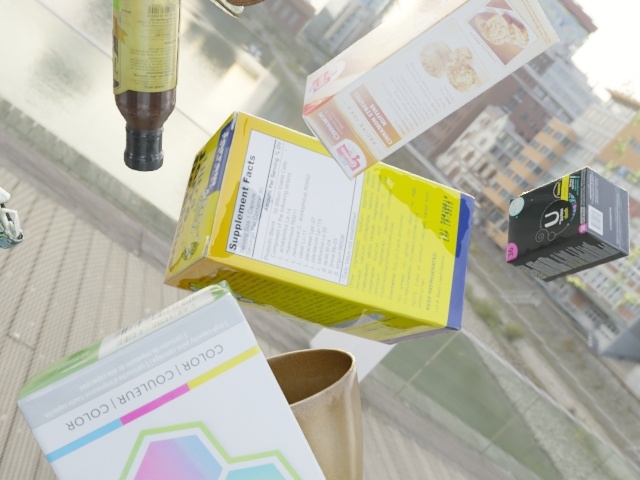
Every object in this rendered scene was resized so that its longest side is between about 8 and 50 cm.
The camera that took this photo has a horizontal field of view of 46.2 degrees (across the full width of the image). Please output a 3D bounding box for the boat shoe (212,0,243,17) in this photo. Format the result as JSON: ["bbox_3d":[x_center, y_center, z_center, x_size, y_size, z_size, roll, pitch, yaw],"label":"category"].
[{"bbox_3d":[-0.194,-0.458,1.227,0.080,0.073,0.223,36,0,44],"label":"boat shoe"}]

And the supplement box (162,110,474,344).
[{"bbox_3d":[0.000,0.000,1.009,0.356,0.194,0.195,18,-20,-21],"label":"supplement box"}]

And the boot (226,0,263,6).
[{"bbox_3d":[-0.099,-0.306,0.890,0.118,0.042,0.087,15,25,13],"label":"boot"}]

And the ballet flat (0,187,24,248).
[{"bbox_3d":[-0.704,-0.072,1.650,0.070,0.070,0.188,-115,-170,-64],"label":"ballet flat"}]

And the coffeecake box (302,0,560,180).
[{"bbox_3d":[0.079,-0.146,0.612,0.068,0.185,0.142,51,15,-20],"label":"coffeecake box"}]

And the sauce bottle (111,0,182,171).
[{"bbox_3d":[-0.293,-0.280,1.254,0.111,0.344,0.111,7,30,-4],"label":"sauce bottle"}]

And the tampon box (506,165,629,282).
[{"bbox_3d":[0.389,-0.022,1.190,0.101,0.161,0.120,25,59,-26],"label":"tampon box"}]

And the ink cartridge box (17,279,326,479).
[{"bbox_3d":[-0.050,0.138,0.384,0.209,0.109,0.062,65,-8,-9],"label":"ink cartridge box"}]

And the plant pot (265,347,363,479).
[{"bbox_3d":[-0.031,0.317,1.082,0.237,0.237,0.254,-62,137,-79],"label":"plant pot"}]
